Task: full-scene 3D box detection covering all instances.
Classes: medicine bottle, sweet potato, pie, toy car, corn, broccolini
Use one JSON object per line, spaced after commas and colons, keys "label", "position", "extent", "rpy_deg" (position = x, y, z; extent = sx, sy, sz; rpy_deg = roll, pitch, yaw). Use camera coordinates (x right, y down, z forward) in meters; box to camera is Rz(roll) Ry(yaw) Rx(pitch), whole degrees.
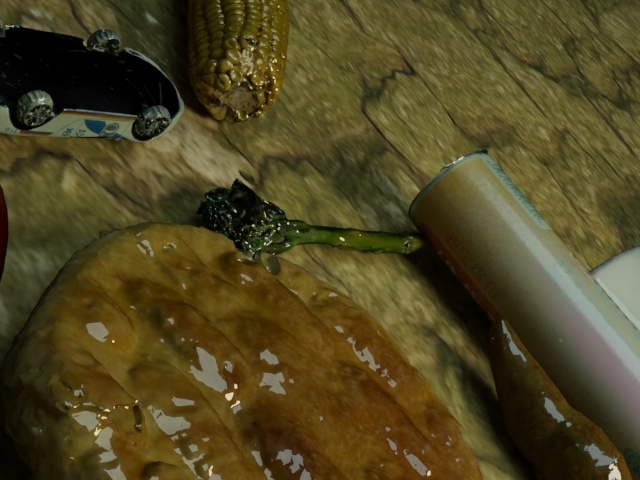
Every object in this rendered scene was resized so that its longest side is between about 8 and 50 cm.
{"label": "medicine bottle", "position": [0.234, 0.110, 1.091], "extent": [0.108, 0.108, 0.426], "rpy_deg": [-6, 53, -53]}
{"label": "sweet potato", "position": [0.201, 0.180, 1.008], "extent": [0.067, 0.067, 0.274], "rpy_deg": [0, 53, -50]}
{"label": "pie", "position": [-0.036, 0.118, 0.796], "extent": [0.339, 0.083, 0.339], "rpy_deg": [30, 28, -18]}
{"label": "toy car", "position": [-0.184, -0.111, 0.957], "extent": [0.205, 0.056, 0.095], "rpy_deg": [1, 47, -54]}
{"label": "corn", "position": [-0.072, -0.207, 1.181], "extent": [0.106, 0.106, 0.293], "rpy_deg": [25, 33, -25]}
{"label": "broccolini", "position": [-0.006, -0.001, 1.054], "extent": [0.057, 0.071, 0.254], "rpy_deg": [9, -1, 37]}

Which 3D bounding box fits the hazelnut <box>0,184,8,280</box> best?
{"label": "hazelnut", "position": [-0.231, 0.009, 0.634], "extent": [0.178, 0.178, 0.204], "rpy_deg": [21, 3, -31]}

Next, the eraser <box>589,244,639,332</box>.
{"label": "eraser", "position": [0.352, 0.141, 1.195], "extent": [0.290, 0.104, 0.189], "rpy_deg": [49, 33, 16]}
